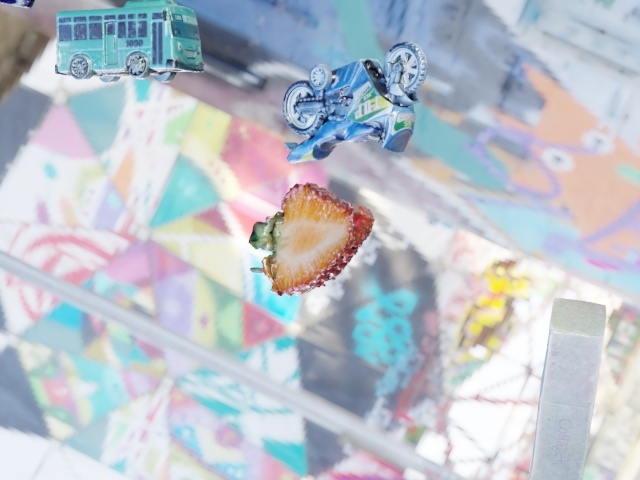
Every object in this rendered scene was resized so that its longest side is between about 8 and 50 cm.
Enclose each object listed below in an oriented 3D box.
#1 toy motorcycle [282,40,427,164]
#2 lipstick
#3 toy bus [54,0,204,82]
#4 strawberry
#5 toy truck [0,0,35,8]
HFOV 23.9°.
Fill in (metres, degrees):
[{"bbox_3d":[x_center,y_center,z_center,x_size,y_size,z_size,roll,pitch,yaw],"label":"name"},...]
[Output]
[{"bbox_3d":[0.046,-0.166,1.963,0.092,0.254,0.135,-6,-97,-48],"label":"toy motorcycle"},{"bbox_3d":[0.290,0.214,1.800,0.068,0.066,0.317,-69,-16,-52],"label":"lipstick"},{"bbox_3d":[-0.218,-0.228,1.730,0.079,0.160,0.091,-8,-81,-67],"label":"toy bus"},{"bbox_3d":[0.000,0.000,2.489,0.286,0.106,0.188,-7,78,52],"label":"strawberry"},{"bbox_3d":[-0.412,-0.455,1.976,0.155,0.124,0.268,-86,7,-57],"label":"toy truck"}]
